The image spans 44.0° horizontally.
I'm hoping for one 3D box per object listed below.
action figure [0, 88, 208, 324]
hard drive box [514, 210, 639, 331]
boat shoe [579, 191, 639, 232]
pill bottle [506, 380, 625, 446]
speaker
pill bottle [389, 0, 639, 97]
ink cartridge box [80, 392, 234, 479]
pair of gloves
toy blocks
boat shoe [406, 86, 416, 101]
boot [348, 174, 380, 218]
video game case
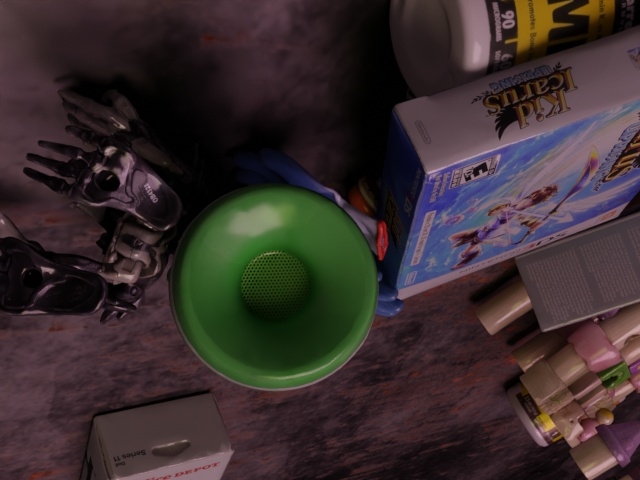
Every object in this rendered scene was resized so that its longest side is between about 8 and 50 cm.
[{"bbox_3d":[-0.157,-0.021,0.552,0.164,0.141,0.275,-57,-175,-2],"label":"action figure"},{"bbox_3d":[0.349,0.022,0.873,0.232,0.089,0.181,-21,169,18],"label":"hard drive box"},{"bbox_3d":[0.356,-0.067,0.896,0.277,0.098,0.096,-25,146,-7],"label":"boat shoe"},{"bbox_3d":[0.442,0.257,1.376,0.215,0.117,0.117,-35,146,9],"label":"pill bottle"},{"bbox_3d":[-0.040,0.041,0.576,0.131,0.131,0.296,-22,176,-9],"label":"speaker"},{"bbox_3d":[0.169,-0.174,0.598,0.208,0.119,0.119,-16,145,-19],"label":"pill bottle"},{"bbox_3d":[-0.208,0.287,0.973,0.153,0.087,0.208,-6,142,-29],"label":"ink cartridge box"},{"bbox_3d":[0.000,0.000,0.689,0.023,0.159,0.198,-49,152,-20],"label":"pair of gloves"},{"bbox_3d":[0.418,0.166,1.063,0.260,0.309,0.288,-35,147,8],"label":"toy blocks"},{"bbox_3d":[0.119,-0.141,0.684,0.100,0.035,0.035,-24,150,6],"label":"boat shoe"},{"bbox_3d":[0.040,-0.002,0.795,0.084,0.059,0.158,-23,148,1],"label":"boot"},{"bbox_3d":[0.169,-0.054,0.641,0.244,0.061,0.269,-21,160,-8],"label":"video game case"}]
